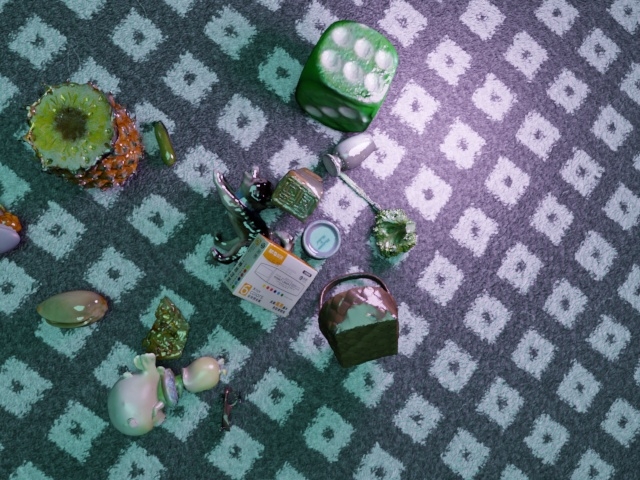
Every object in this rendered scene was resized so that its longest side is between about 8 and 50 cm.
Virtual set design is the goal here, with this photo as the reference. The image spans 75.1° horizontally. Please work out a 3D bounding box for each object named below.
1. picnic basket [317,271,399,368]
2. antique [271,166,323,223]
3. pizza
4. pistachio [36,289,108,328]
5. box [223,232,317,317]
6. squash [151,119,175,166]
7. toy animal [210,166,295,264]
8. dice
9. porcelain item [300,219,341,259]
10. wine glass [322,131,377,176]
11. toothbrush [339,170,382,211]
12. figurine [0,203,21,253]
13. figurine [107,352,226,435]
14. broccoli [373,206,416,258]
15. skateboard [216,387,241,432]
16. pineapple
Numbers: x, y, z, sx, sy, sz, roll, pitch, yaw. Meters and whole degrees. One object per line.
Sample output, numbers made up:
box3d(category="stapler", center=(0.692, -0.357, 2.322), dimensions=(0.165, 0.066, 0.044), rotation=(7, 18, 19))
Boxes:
box3d(category="picnic basket", center=(0.128, 0.249, 1.517), dimensions=(0.292, 0.337, 0.338), rotation=(-14, 88, -2))
box3d(category="antique", center=(-0.067, -0.178, 1.488), dimensions=(0.150, 0.284, 0.125), rotation=(35, 107, -6))
box3d(category="pizza", center=(-0.548, 0.326, 1.499), dimensions=(0.147, 0.069, 0.227), rotation=(20, 84, -4))
box3d(category="pistachio", center=(-0.848, 0.234, 1.436), dimensions=(0.214, 0.144, 0.144), rotation=(0, 86, -2))
box3d(category="box", center=(-0.171, 0.129, 1.469), dimensions=(0.273, 0.091, 0.221), rotation=(32, 93, -42))
box3d(category="squash", center=(-0.580, -0.364, 1.549), dimensions=(0.052, 0.052, 0.184), rotation=(-17, 86, -8))
box3d(category="toy animal", center=(-0.237, -0.093, 1.507), dimensions=(0.302, 0.194, 0.345), rotation=(3, 97, -12))
box3d(category="dice", center=(0.096, -0.586, 1.526), dimensions=(0.296, 0.300, 0.287), rotation=(27, 81, -4))
box3d(category="porcelain item", center=(0.000, 0.000, 1.567), dimensions=(0.147, 0.114, 0.148), rotation=(1, 85, -6))
box3d(category="wine glass", center=(0.111, -0.333, 1.601), dimensions=(0.204, 0.111, 0.111), rotation=(-37, 92, -18))
box3d(category="toothbrush", center=(0.138, -0.211, 1.646), dimensions=(0.294, 0.028, 0.026), rotation=(42, 81, 2))
box3d(category="figurine", center=(-1.196, -0.087, 1.413), dimensions=(0.382, 0.224, 0.205), rotation=(44, 105, 21))
box3d(category="figurine", center=(-0.520, 0.485, 1.425), dimensions=(0.393, 0.226, 0.275), rotation=(-16, 115, -18))
box3d(category="broccoli", center=(0.293, -0.035, 1.571), dimensions=(0.194, 0.194, 0.220), rotation=(25, 78, -5))
box3d(category="skateboard", center=(-0.332, 0.617, 1.516), dimensions=(0.080, 0.067, 0.152), rotation=(5, 82, -16))
box3d(category="pineapple", center=(-0.770, -0.339, 1.393), dimensions=(0.351, 0.300, 0.353), rotation=(0, 87, -8))
